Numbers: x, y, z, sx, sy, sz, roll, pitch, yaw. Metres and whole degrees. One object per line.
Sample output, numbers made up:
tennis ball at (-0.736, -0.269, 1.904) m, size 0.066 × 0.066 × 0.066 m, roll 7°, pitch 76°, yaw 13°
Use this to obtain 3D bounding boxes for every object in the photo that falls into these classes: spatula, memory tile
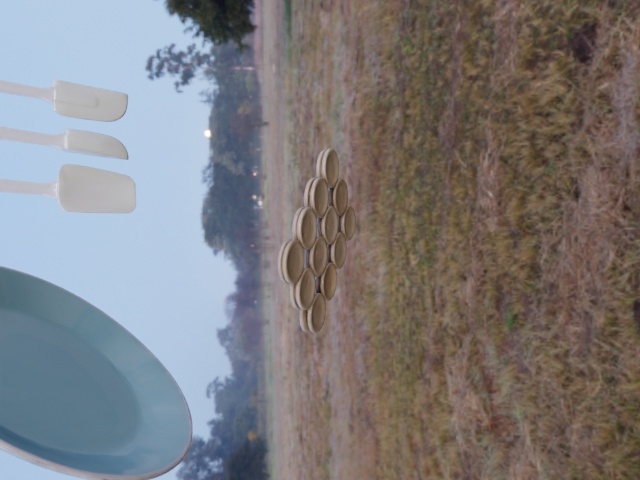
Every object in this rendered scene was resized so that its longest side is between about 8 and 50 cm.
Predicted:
spatula at (-0.322, -0.109, 0.598) m, size 0.019 × 0.241 × 0.168 m, roll -30°, pitch 63°, yaw 51°
memory tile at (0.000, 0.000, 0.520) m, size 0.113 × 0.012 × 0.148 m, roll 68°, pitch -146°, yaw -46°

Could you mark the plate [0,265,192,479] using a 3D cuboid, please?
plate at (-0.160, 0.077, 0.336) m, size 0.024 × 0.188 × 0.188 m, roll -52°, pitch 4°, yaw 3°
